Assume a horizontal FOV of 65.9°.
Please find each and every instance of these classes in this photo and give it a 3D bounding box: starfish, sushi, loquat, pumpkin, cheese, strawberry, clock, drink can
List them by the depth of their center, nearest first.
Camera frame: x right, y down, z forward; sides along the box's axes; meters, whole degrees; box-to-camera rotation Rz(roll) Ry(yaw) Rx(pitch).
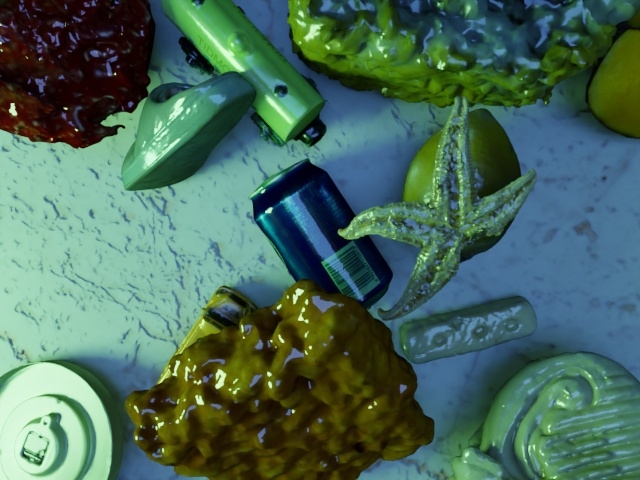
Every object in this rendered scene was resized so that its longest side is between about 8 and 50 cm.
[{"bbox_3d":[0.118,-0.022,0.550,0.138,0.050,0.247,42,104,2],"label":"starfish"},{"bbox_3d":[-0.324,-0.241,0.555,0.274,0.220,0.274,-1,85,12],"label":"strawberry"},{"bbox_3d":[0.158,-0.339,0.556,0.397,0.240,0.351,11,97,1],"label":"sushi"},{"bbox_3d":[0.182,-0.068,0.628,0.152,0.152,0.195,5,97,-1],"label":"loquat"},{"bbox_3d":[0.469,-0.243,0.648,0.313,0.169,0.148,-2,54,-4],"label":"pumpkin"},{"bbox_3d":[0.000,0.000,0.649,0.118,0.118,0.204,-32,95,2],"label":"drink can"},{"bbox_3d":[-0.385,0.284,0.680,0.235,0.029,0.234,-2,81,10],"label":"clock"},{"bbox_3d":[0.211,0.128,0.704,0.194,0.043,0.064,-15,101,-1],"label":"cheese"}]

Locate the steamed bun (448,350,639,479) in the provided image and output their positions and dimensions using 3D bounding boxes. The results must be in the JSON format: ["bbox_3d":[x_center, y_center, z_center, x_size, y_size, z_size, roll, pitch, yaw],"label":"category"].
[{"bbox_3d":[0.337,0.342,0.647,0.324,0.219,0.310,41,78,20],"label":"steamed bun"}]

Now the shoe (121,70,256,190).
[{"bbox_3d":[-0.176,-0.141,0.594,0.251,0.103,0.100,-27,89,42],"label":"shoe"}]

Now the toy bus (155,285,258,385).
[{"bbox_3d":[-0.156,0.145,0.682,0.070,0.074,0.162,34,95,-3],"label":"toy bus"}]

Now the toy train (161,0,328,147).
[{"bbox_3d":[-0.090,-0.219,0.605,0.105,0.157,0.253,-43,93,1],"label":"toy train"}]

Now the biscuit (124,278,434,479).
[{"bbox_3d":[-0.032,0.216,0.625,0.312,0.110,0.318,-30,127,9],"label":"biscuit"}]
